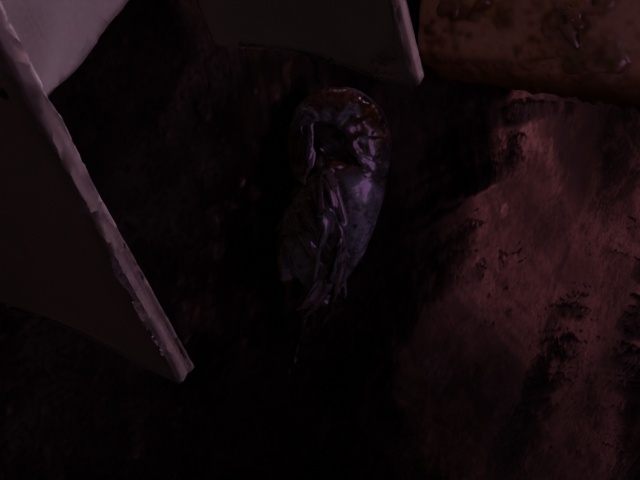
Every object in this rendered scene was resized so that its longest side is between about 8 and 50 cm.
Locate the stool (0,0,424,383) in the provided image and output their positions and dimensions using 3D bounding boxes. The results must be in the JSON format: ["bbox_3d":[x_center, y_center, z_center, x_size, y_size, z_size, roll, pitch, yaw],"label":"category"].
[{"bbox_3d":[-0.100,-0.121,0.599,0.243,0.170,0.270,-51,142,-29],"label":"stool"}]

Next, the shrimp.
[{"bbox_3d":[0.000,0.000,0.896,0.090,0.079,0.233,-95,-164,-72],"label":"shrimp"}]

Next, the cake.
[{"bbox_3d":[0.250,-0.253,0.982,0.282,0.255,0.290,-3,103,-54],"label":"cake"}]
